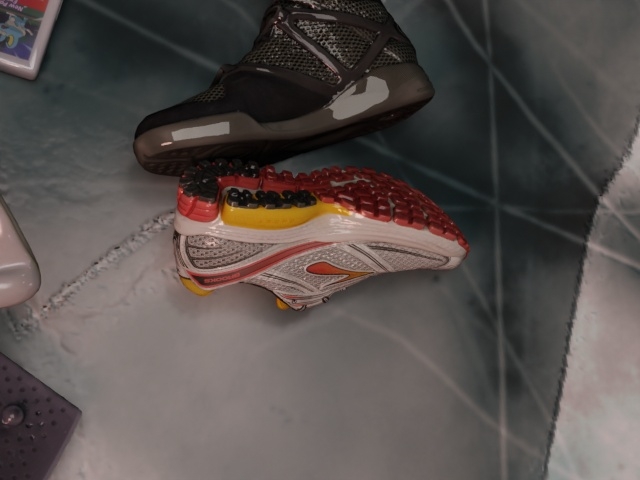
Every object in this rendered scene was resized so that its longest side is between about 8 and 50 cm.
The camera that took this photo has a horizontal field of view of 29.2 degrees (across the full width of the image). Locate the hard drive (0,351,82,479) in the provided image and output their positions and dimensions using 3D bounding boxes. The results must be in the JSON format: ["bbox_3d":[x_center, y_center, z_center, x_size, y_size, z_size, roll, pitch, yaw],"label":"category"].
[{"bbox_3d":[-0.274,0.157,0.735,0.172,0.054,0.255,37,46,-7],"label":"hard drive"}]

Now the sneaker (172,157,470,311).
[{"bbox_3d":[0.000,0.000,0.874,0.225,0.088,0.093,4,118,-22],"label":"sneaker"}]

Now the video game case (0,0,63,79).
[{"bbox_3d":[-0.276,-0.229,0.890,0.201,0.023,0.183,17,74,-9],"label":"video game case"}]

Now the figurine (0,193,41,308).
[{"bbox_3d":[-0.300,0.002,0.759,0.209,0.092,0.215,-28,43,-10],"label":"figurine"}]

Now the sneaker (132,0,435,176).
[{"bbox_3d":[-0.040,-0.124,0.886,0.227,0.087,0.130,-20,81,-19],"label":"sneaker"}]
